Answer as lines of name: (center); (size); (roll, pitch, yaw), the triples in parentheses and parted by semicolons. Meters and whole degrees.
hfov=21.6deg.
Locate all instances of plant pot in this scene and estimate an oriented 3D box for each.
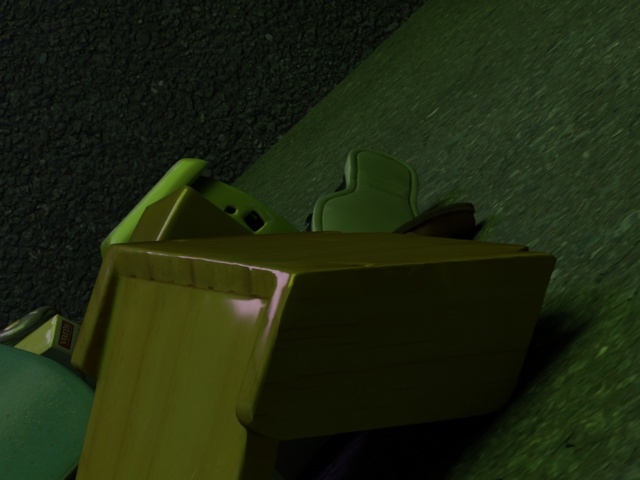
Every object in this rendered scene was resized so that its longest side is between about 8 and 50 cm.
plant pot: (-0.187, 0.012, 2.436); (0.227, 0.207, 0.228); (-48, 5, -10)
plant pot: (-0.273, 0.256, 1.547); (0.252, 0.247, 0.248); (-2, 35, 44)
plant pot: (-0.166, 0.079, 2.153); (0.187, 0.212, 0.212); (-57, 13, -18)

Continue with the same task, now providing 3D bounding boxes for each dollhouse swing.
dollhouse swing: (-0.023, 0.156, 1.324); (0.315, 0.305, 0.347); (-3, 4, -29)

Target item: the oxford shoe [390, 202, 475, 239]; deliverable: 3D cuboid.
oxford shoe: (0.088, 0.023, 1.722); (0.212, 0.076, 0.076); (-27, -13, -33)

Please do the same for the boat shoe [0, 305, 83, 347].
boat shoe: (-0.321, 0.171, 2.076); (0.123, 0.116, 0.324); (-35, -11, 1)

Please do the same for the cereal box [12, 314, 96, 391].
cereal box: (-0.224, 0.176, 1.749); (0.173, 0.240, 0.047); (-35, 37, 40)

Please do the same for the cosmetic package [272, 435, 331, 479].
cosmetic package: (-0.001, 0.133, 1.544); (0.239, 0.060, 0.099); (-47, 10, -35)

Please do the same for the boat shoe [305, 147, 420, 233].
boat shoe: (0.041, -0.001, 1.910); (0.340, 0.127, 0.113); (-82, 12, -67)
